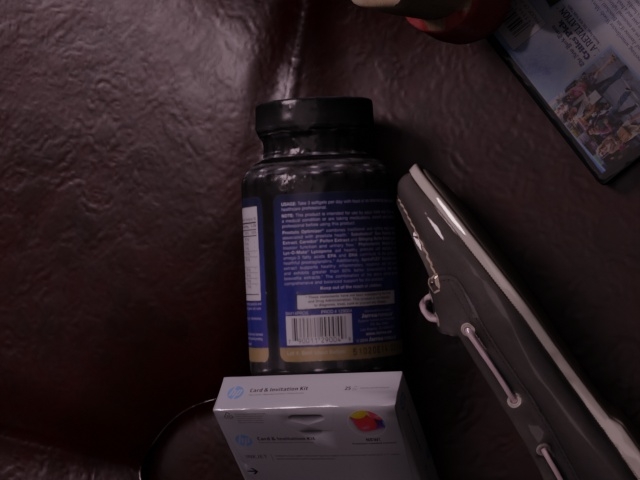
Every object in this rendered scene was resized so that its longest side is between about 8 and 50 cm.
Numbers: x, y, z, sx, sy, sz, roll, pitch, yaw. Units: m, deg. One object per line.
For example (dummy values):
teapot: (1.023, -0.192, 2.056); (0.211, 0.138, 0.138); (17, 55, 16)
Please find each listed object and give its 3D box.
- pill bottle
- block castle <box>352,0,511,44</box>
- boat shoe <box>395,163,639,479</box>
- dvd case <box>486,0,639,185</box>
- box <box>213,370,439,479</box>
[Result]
pill bottle: (0.000, 0.000, 1.231); (0.123, 0.123, 0.219); (-3, 89, 19)
block castle: (0.163, -0.376, 1.099); (0.453, 0.213, 0.303); (-39, 75, 25)
boat shoe: (0.143, 0.096, 1.188); (0.095, 0.112, 0.335); (-38, 82, 11)
dvd case: (0.261, -0.188, 1.194); (0.253, 0.022, 0.180); (-39, 79, 15)
box: (0.014, 0.178, 1.212); (0.145, 0.038, 0.186); (-4, 133, 20)
